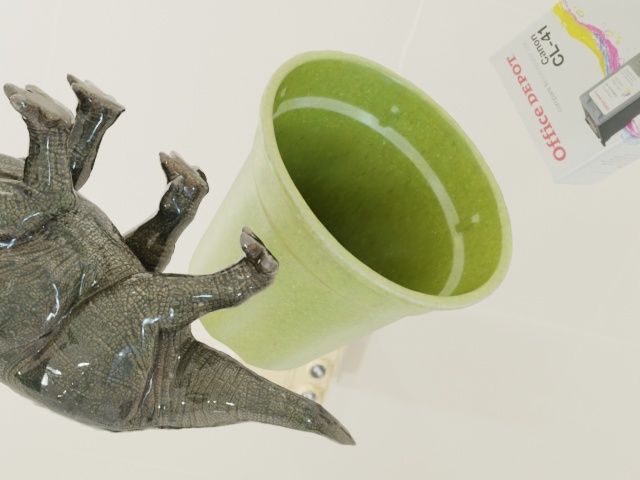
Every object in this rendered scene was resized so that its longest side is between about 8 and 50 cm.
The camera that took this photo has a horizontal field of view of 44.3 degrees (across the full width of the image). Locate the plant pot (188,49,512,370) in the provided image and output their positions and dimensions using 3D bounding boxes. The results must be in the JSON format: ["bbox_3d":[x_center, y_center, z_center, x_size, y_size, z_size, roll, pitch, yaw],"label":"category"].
[{"bbox_3d":[0.000,0.000,0.784,0.254,0.276,0.276,-43,32,41],"label":"plant pot"}]

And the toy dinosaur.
[{"bbox_3d":[-0.124,0.023,0.393,0.160,0.314,0.121,-50,21,12],"label":"toy dinosaur"}]

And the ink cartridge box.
[{"bbox_3d":[0.415,-0.241,1.052,0.306,0.131,0.226,-36,68,37],"label":"ink cartridge box"}]
